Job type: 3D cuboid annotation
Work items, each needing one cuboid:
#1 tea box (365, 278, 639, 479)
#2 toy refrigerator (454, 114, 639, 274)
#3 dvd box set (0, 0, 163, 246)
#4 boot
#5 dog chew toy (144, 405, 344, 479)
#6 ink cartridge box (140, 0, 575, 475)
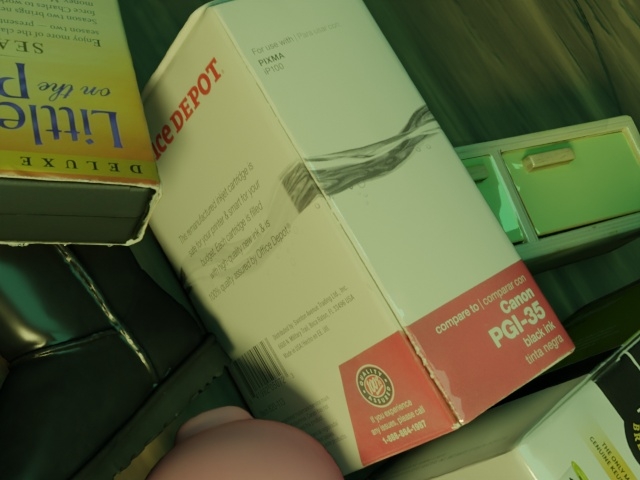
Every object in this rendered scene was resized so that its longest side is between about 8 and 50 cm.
[{"bbox_3d":[0.256,0.215,0.711,0.324,0.220,0.329,-29,84,-34],"label":"tea box"},{"bbox_3d":[0.161,-0.026,0.845,0.270,0.094,0.102,-13,75,-31],"label":"toy refrigerator"},{"bbox_3d":[-0.283,-0.181,0.630,0.308,0.062,0.420,1,52,-27],"label":"dvd box set"},{"bbox_3d":[-0.192,0.063,0.613,0.207,0.094,0.246,50,48,-4],"label":"boot"},{"bbox_3d":[-0.011,0.252,0.572,0.207,0.206,0.331,-7,64,-31],"label":"dog chew toy"},{"bbox_3d":[0.000,0.000,0.677,0.117,0.207,0.283,-25,82,-35],"label":"ink cartridge box"}]
